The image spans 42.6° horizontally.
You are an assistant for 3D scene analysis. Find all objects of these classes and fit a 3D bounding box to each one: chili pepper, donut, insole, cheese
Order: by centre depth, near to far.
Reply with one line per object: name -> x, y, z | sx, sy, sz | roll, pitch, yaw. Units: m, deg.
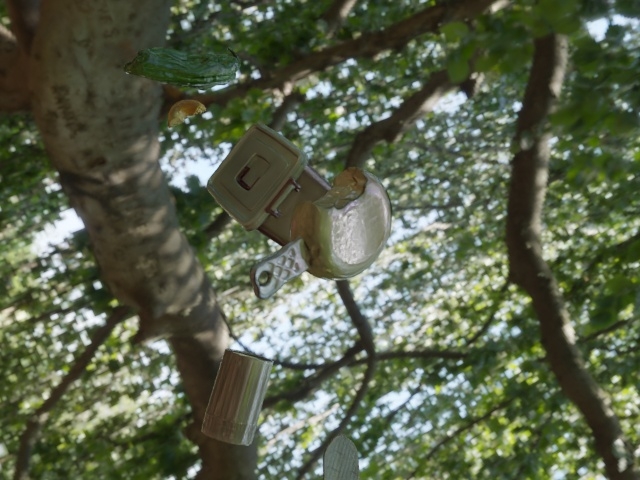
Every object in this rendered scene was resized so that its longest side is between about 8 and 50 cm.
cheese -> 0.000, 0.000, 1.236 | 0.082, 0.286, 0.163 | 8, -61, 42
chili pepper -> -0.263, -0.345, 1.636 | 0.100, 0.257, 0.074 | 49, -52, 38
donut -> -0.300, -0.285, 1.828 | 0.038, 0.083, 0.067 | 77, 19, -66
insole -> 0.042, 0.662, 2.217 | 0.119, 0.348, 0.009 | 32, -54, -5

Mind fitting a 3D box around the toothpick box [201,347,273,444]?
toothpick box -> -0.173, 0.325, 1.707 | 0.111, 0.111, 0.180 | 8, -98, 62

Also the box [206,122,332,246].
box -> -0.090, -0.099, 1.699 | 0.167, 0.193, 0.294 | 40, 1, -34
